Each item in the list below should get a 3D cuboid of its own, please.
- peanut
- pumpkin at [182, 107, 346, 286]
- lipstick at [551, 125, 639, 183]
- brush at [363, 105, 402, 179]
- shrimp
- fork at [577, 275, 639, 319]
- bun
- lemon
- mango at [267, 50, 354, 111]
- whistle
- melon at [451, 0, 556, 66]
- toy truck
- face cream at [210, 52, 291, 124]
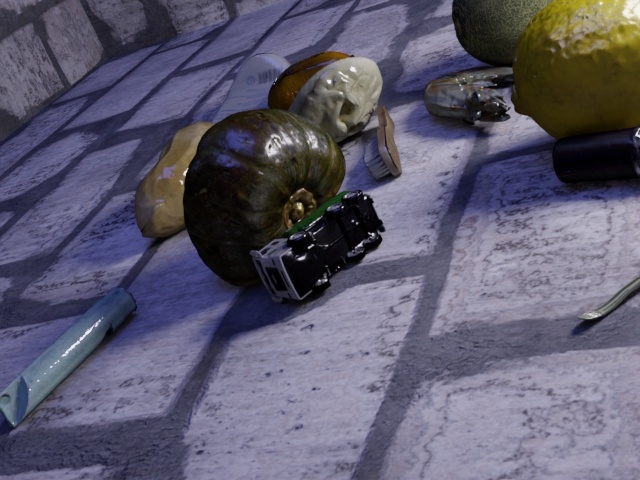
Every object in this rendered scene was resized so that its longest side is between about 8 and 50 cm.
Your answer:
[{"bbox_3d":[-0.289,-0.138,1.996,0.174,0.158,0.340,-9,28,20],"label":"peanut"},{"bbox_3d":[-0.128,-0.112,1.617,0.242,0.232,0.325,11,59,45],"label":"pumpkin"},{"bbox_3d":[0.492,-0.132,1.385,0.299,0.081,0.081,-2,32,40],"label":"lipstick"},{"bbox_3d":[0.120,-0.201,1.885,0.065,0.070,0.327,-28,21,15],"label":"brush"},{"bbox_3d":[0.337,-0.306,1.897,0.246,0.085,0.360,-17,20,-2],"label":"shrimp"},{"bbox_3d":[0.407,0.041,1.169,0.219,0.028,0.034,-29,28,-14],"label":"fork"},{"bbox_3d":[0.044,-0.291,2.011,0.231,0.133,0.231,-34,-15,-10],"label":"bun"},{"bbox_3d":[0.465,-0.286,1.508,0.321,0.268,0.268,-13,26,13],"label":"lemon"},{"bbox_3d":[-0.009,-0.353,2.212,0.248,0.151,0.156,-25,64,16],"label":"mango"},{"bbox_3d":[-0.425,0.189,1.565,0.062,0.062,0.312,-4,30,36],"label":"whistle"},{"bbox_3d":[0.443,-0.511,2.011,0.329,0.249,0.248,-23,24,-5],"label":"melon"},{"bbox_3d":[0.000,0.000,1.531,0.242,0.101,0.125,-38,23,-34],"label":"toy truck"},{"bbox_3d":[-0.180,-0.349,2.407,0.234,0.137,0.420,-9,36,27],"label":"face cream"}]
